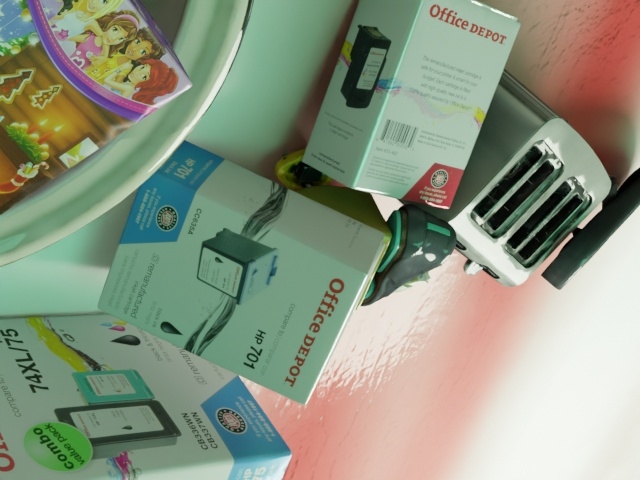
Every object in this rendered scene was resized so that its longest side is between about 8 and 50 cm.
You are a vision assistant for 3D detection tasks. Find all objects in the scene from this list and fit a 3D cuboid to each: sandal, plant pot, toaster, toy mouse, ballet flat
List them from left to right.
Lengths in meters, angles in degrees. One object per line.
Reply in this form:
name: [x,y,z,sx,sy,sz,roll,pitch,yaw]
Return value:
toy mouse: [-0.040,-0.022,1.009,0.161,0.031,0.143,-5,127,-35]
plant pot: [0.000,0.000,0.976,0.083,0.081,0.081,11,119,-22]
ballet flat: [0.071,0.020,1.034,0.074,0.074,0.203,-23,172,-21]
toaster: [0.174,-0.062,1.082,0.185,0.110,0.168,-47,140,5]
sandal: [0.295,-0.032,1.192,0.254,0.054,0.097,-32,161,-53]

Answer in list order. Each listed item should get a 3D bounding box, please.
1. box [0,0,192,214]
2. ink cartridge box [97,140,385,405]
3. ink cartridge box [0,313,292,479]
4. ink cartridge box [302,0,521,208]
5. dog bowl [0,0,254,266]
box: [-0.215,-0.118,0.501,0.201,0.057,0.293,-34,140,3]
ink cartridge box: [-0.063,0.025,0.912,0.082,0.191,0.139,-57,171,-64]
ink cartridge box: [-0.208,0.196,0.940,0.270,0.198,0.197,0,125,-39]
ink cartridge box: [0.078,-0.126,0.953,0.127,0.072,0.175,10,105,-43]
dog bowl: [-0.245,-0.165,0.596,0.408,0.150,0.408,-17,139,-16]
